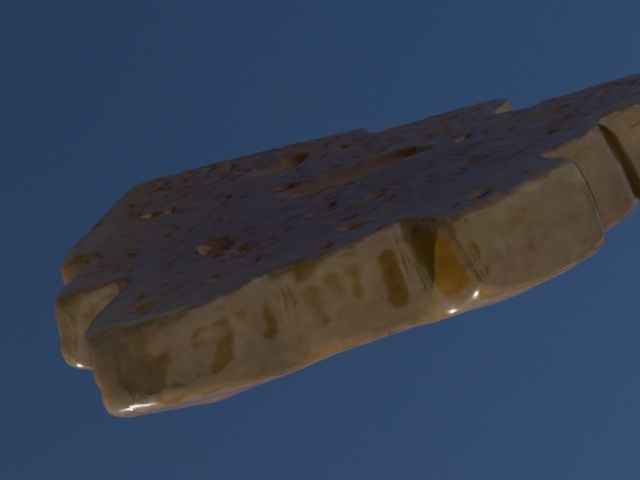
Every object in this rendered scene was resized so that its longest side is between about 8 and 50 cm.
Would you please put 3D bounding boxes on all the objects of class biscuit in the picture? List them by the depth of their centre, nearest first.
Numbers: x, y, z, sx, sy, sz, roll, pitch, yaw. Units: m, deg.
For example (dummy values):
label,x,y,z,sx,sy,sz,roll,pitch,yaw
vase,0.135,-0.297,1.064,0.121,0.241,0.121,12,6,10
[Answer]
label,x,y,z,sx,sy,sz,roll,pitch,yaw
biscuit,0.000,0.000,0.588,0.212,0.238,0.041,-27,-76,-26
